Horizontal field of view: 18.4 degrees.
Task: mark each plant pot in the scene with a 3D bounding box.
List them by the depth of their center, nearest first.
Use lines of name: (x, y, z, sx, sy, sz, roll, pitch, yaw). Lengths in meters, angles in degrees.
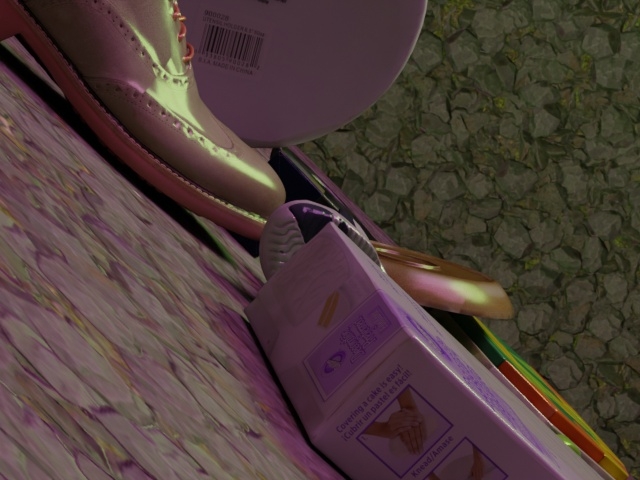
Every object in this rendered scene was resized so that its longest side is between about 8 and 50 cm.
plant pot: (0.076, 0.029, 1.911, 0.236, 0.032, 0.236, 14, 5, -1)

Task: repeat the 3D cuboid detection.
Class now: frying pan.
frying pan: (0.031, -0.022, 2.663, 0.326, 0.053, 0.197, 50, 7, 38)

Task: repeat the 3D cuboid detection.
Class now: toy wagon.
toy wagon: (0.177, 0.150, 1.929, 0.344, 0.068, 0.267, 42, 5, -41)

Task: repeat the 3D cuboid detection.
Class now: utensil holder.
utensil holder: (-0.079, -0.267, 1.915, 0.327, 0.327, 0.385, 44, 1, -14)

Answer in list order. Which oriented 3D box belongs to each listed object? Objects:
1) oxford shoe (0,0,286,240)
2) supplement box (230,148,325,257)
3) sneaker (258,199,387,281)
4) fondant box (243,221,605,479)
oxford shoe: (-0.144, -0.154, 1.512, 0.397, 0.146, 0.140, 44, 1, -28)
supplement box: (-0.045, -0.035, 1.771, 0.056, 0.083, 0.083, 47, 5, -2)
sneaker: (-0.006, 0.017, 1.582, 0.235, 0.094, 0.153, 41, 4, -47)
fondant box: (0.110, 0.156, 1.330, 0.330, 0.096, 0.238, 42, 5, -21)
